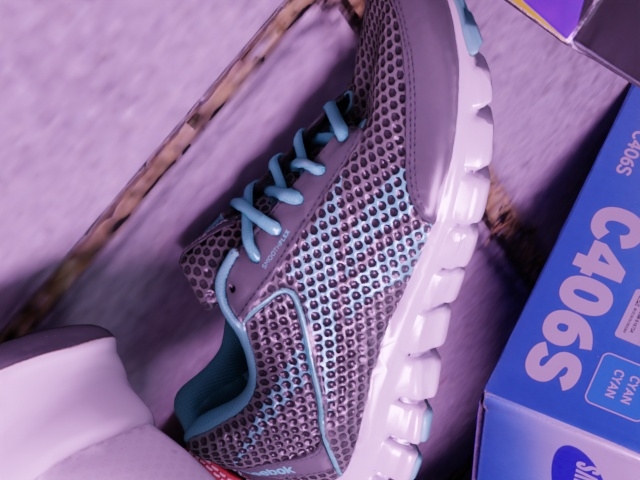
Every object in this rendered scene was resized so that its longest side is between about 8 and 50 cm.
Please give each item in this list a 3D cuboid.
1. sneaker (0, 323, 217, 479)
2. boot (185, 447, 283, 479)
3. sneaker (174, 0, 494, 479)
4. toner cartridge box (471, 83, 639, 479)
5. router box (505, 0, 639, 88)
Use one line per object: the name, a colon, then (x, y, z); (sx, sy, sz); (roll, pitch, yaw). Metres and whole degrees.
sneaker: (-0.102, 0.167, 0.456); (0.111, 0.129, 0.297); (-20, 145, -55)
boot: (-0.010, 0.125, 0.631); (0.176, 0.088, 0.244); (-50, 155, -4)
sneaker: (0.000, 0.000, 0.473); (0.076, 0.065, 0.166); (5, 109, -15)
toner cartridge box: (0.132, 0.097, 0.796); (0.348, 0.075, 0.165); (85, 29, -59)
router box: (0.158, -0.151, 0.503); (0.243, 0.081, 0.309); (-55, 158, 11)
